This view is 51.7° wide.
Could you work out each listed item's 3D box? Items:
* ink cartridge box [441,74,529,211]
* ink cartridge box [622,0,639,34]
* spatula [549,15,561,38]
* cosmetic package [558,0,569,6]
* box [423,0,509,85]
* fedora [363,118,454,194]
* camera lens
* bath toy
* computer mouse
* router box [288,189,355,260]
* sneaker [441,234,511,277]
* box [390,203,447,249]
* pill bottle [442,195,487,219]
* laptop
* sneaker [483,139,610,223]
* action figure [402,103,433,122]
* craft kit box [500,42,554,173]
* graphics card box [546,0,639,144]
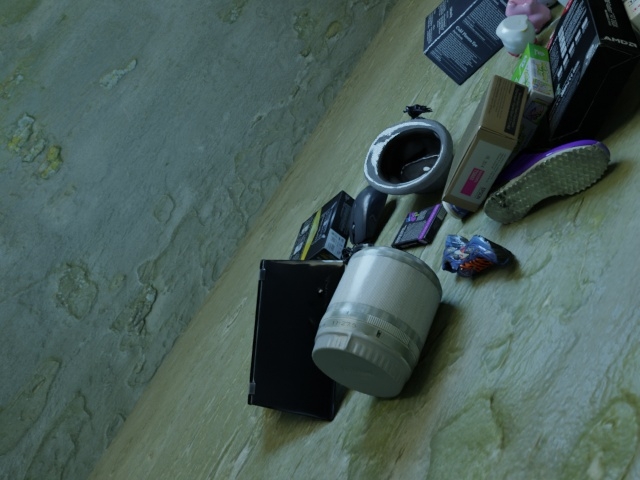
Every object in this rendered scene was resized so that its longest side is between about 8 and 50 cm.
[{"bbox_3d":[0.359,-0.209,1.447,0.234,0.088,0.193,108,-177,-52],"label":"ink cartridge box"},{"bbox_3d":[0.739,-0.537,1.403,0.172,0.100,0.237,-41,21,36],"label":"ink cartridge box"},{"bbox_3d":[0.645,-0.574,1.661,0.168,0.019,0.242,-36,-2,13],"label":"spatula"},{"bbox_3d":[0.724,-0.799,1.864,0.184,0.151,0.151,-34,26,48],"label":"cosmetic package"},{"bbox_3d":[0.524,-0.753,2.248,0.312,0.179,0.343,-42,21,34],"label":"box"},{"bbox_3d":[0.272,-0.217,1.877,0.276,0.124,0.243,-1,65,42],"label":"fedora"},{"bbox_3d":[0.125,0.167,1.417,0.219,0.219,0.274,-27,31,55],"label":"camera lens"},{"bbox_3d":[0.619,-0.681,1.961,0.152,0.129,0.348,11,60,23],"label":"bath toy"},{"bbox_3d":[0.130,-0.066,2.023,0.188,0.072,0.272,-19,49,66],"label":"computer mouse"},{"bbox_3d":[0.000,0.000,2.293,0.243,0.081,0.308,-38,23,40],"label":"router box"},{"bbox_3d":[0.329,0.040,1.407,0.087,0.083,0.221,-69,14,-5],"label":"sneaker"},{"bbox_3d":[0.264,-0.034,1.772,0.116,0.029,0.162,-59,19,-21],"label":"box"},{"bbox_3d":[0.361,-0.111,1.604,0.120,0.067,0.067,-43,20,30],"label":"pill bottle"},{"bbox_3d":[-0.056,0.251,1.771,0.408,0.237,0.381,59,-144,-82],"label":"laptop"},{"bbox_3d":[0.463,-0.155,1.371,0.293,0.102,0.146,-31,27,50],"label":"sneaker"},{"bbox_3d":[0.275,-0.268,2.031,0.164,0.141,0.275,-89,12,-49],"label":"action figure"},{"bbox_3d":[0.467,-0.301,1.563,0.249,0.061,0.246,-73,3,-48],"label":"craft kit box"},{"bbox_3d":[0.569,-0.391,1.426,0.370,0.094,0.232,-71,-2,-49],"label":"graphics card box"}]
